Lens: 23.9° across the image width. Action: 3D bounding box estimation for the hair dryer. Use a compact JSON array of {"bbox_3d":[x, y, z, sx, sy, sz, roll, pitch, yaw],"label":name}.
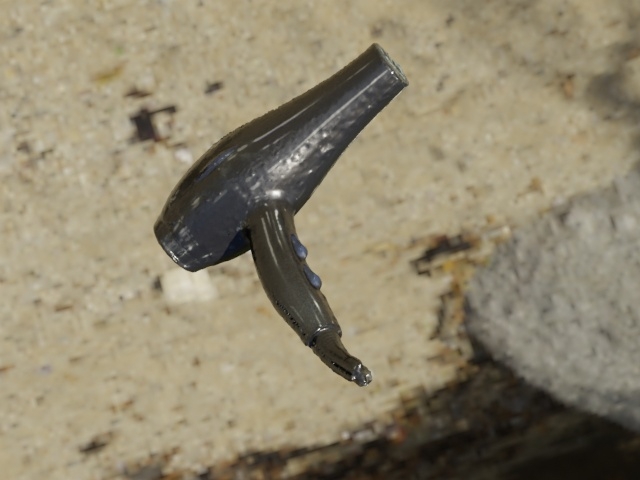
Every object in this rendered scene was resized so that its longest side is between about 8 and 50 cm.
[{"bbox_3d":[0.000,0.000,0.941,0.195,0.219,0.075,-39,140,15],"label":"hair dryer"}]
